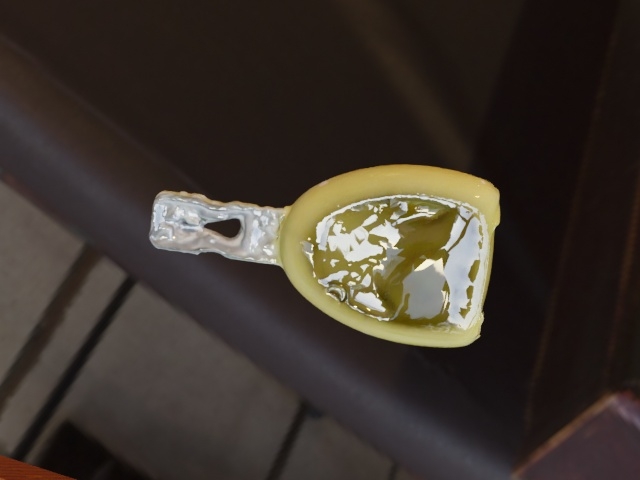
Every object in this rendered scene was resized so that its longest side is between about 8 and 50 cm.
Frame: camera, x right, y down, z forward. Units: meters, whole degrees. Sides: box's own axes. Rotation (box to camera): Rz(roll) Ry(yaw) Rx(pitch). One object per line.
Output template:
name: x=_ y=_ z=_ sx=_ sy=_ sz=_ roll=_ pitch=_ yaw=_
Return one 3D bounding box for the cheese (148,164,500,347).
cheese: x=0.000 y=0.000 z=0.792 sx=0.162 sy=0.086 sz=0.036 roll=9 pitch=18 yaw=5

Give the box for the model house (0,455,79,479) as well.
model house: x=-0.142 y=0.156 z=0.703 sx=0.219 sy=0.207 sz=0.136 roll=13 pitch=33 yaw=22
